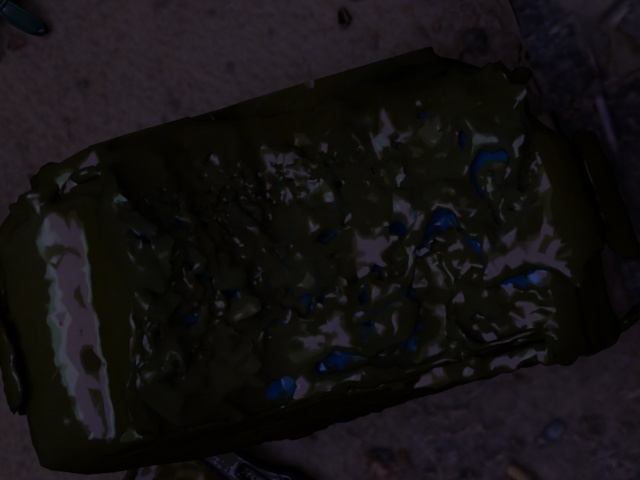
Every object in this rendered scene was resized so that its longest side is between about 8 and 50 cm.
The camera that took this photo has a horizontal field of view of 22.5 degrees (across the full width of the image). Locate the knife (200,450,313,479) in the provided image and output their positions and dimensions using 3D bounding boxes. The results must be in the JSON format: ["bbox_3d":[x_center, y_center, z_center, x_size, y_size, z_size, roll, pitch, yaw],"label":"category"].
[{"bbox_3d":[-0.051,0.140,1.016,0.121,0.018,0.031,34,93,-3],"label":"knife"}]

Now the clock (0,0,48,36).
[{"bbox_3d":[-0.239,-0.185,1.071,0.101,0.041,0.135,-28,85,17],"label":"clock"}]

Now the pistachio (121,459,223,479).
[{"bbox_3d":[-0.113,0.202,1.041,0.090,0.049,0.173,13,86,-5],"label":"pistachio"}]

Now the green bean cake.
[{"bbox_3d":[0.000,0.000,0.873,0.310,0.285,0.202,-16,83,18],"label":"green bean cake"}]
